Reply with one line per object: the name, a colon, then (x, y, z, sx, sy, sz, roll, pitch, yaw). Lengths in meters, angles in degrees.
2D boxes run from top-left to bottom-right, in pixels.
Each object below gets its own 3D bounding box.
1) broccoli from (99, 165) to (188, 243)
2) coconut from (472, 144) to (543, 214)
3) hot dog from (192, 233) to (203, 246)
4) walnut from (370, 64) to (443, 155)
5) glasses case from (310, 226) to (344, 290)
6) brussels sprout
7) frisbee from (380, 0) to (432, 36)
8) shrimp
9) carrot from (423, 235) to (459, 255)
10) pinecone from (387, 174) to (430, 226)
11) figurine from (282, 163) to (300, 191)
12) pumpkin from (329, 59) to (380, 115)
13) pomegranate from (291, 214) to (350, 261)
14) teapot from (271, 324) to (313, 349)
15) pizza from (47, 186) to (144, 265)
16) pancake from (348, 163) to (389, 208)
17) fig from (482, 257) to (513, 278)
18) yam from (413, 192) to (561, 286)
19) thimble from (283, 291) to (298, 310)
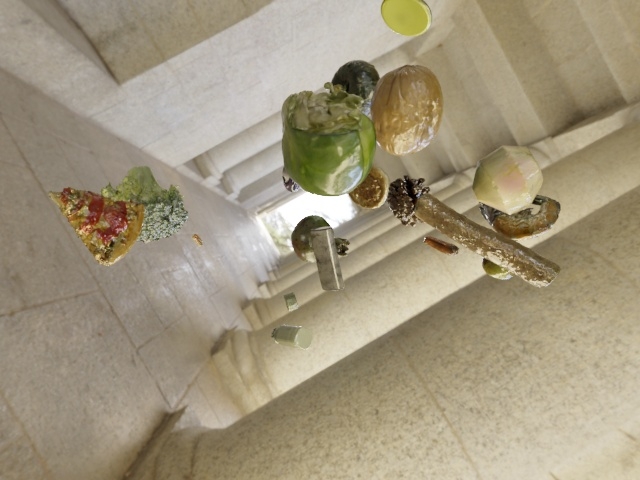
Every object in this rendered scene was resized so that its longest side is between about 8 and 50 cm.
broccoli: (-0.550, -0.113, 1.305, 0.247, 0.263, 0.243, 81, -9, -67)
coconut: (0.703, -0.229, 1.611, 0.259, 0.259, 0.259, 60, -3, 5)
hot dog: (-0.652, 0.000, 2.253, 0.021, 0.037, 0.083, 5, -38, 35)
walnut: (0.309, -0.463, 1.526, 0.277, 0.252, 0.313, -73, 159, -57)
glasses case: (0.035, 0.085, 1.957, 0.060, 0.114, 0.299, -37, 118, -60)
brussels sprout: (0.015, -0.306, 1.347, 0.371, 0.276, 0.315, 57, -23, 33)
frisbee: (0.373, -0.983, 1.849, 0.236, 0.017, 0.236, 21, -12, 5)
shrimp: (0.846, -0.140, 1.844, 0.085, 0.272, 0.445, 57, 5, -26)
carrot: (0.577, 0.025, 2.032, 0.186, 0.060, 0.060, 26, -26, 40)
pinecone: (0.399, -0.186, 1.885, 0.229, 0.202, 0.201, 62, 40, -36)
figurine: (-0.119, -0.347, 2.132, 0.145, 0.145, 0.222, 58, -37, 39)
pumpkin: (0.169, -0.768, 2.159, 0.300, 0.207, 0.300, 0, -90, 54)
pomegranate: (-0.004, -0.017, 2.129, 0.242, 0.306, 0.242, 25, 59, -52)
teapot: (-0.101, 0.375, 1.624, 0.107, 0.077, 0.200, 35, -24, -25)
pizza: (-0.486, -0.055, 0.920, 0.199, 0.062, 0.188, 36, 42, -31)
pancake: (0.251, -0.294, 2.281, 0.282, 0.049, 0.282, 22, -47, 26)
fig: (0.718, 0.080, 1.705, 0.136, 0.120, 0.153, 117, -16, -71)
yam: (0.384, -0.004, 1.008, 0.356, 0.081, 0.081, 33, -9, 11)
thimble: (-0.167, 0.350, 2.400, 0.084, 0.062, 0.110, -126, -158, -56)
